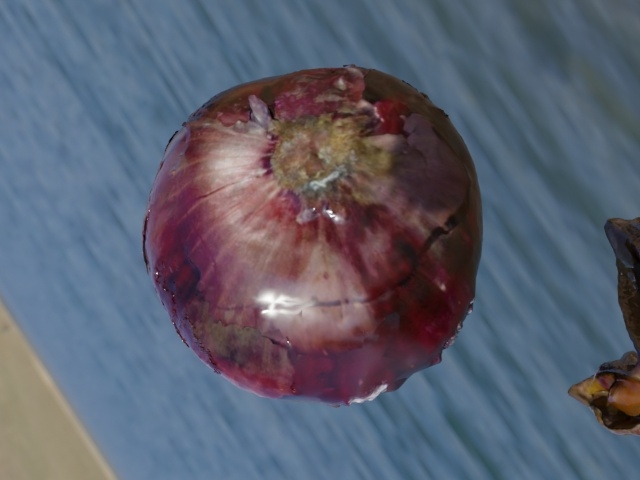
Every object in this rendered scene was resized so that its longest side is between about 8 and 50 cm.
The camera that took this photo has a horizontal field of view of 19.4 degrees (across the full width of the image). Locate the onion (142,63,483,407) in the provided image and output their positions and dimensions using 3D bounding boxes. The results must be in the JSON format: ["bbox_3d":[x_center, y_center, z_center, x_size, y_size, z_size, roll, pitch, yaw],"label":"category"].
[{"bbox_3d":[0.000,0.000,1.319,0.252,0.252,0.219,52,170,26],"label":"onion"}]

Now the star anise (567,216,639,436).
[{"bbox_3d":[0.241,0.063,1.053,0.220,0.099,0.214,50,124,44],"label":"star anise"}]
